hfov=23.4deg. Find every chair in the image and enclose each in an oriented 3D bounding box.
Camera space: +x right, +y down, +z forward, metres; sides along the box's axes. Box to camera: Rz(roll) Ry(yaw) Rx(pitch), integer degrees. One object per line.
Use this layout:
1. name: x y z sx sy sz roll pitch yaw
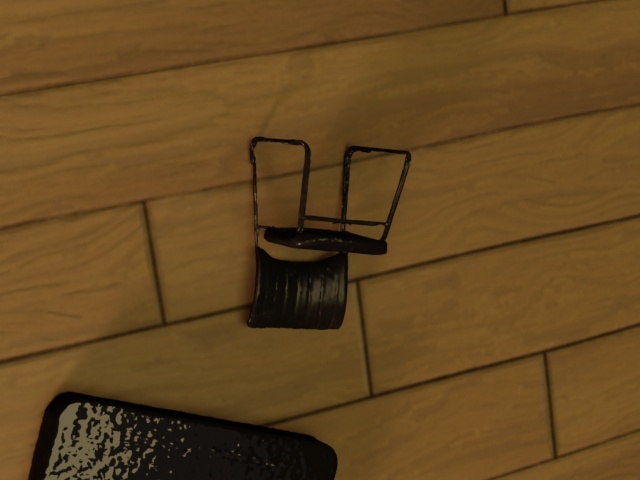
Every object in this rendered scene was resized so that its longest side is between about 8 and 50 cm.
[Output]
1. chair: 0.000 0.000 1.741 0.140 0.145 0.221 4 94 -27

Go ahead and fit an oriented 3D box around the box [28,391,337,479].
1. box: -0.159 0.299 1.739 0.350 0.058 0.211 15 90 -28
